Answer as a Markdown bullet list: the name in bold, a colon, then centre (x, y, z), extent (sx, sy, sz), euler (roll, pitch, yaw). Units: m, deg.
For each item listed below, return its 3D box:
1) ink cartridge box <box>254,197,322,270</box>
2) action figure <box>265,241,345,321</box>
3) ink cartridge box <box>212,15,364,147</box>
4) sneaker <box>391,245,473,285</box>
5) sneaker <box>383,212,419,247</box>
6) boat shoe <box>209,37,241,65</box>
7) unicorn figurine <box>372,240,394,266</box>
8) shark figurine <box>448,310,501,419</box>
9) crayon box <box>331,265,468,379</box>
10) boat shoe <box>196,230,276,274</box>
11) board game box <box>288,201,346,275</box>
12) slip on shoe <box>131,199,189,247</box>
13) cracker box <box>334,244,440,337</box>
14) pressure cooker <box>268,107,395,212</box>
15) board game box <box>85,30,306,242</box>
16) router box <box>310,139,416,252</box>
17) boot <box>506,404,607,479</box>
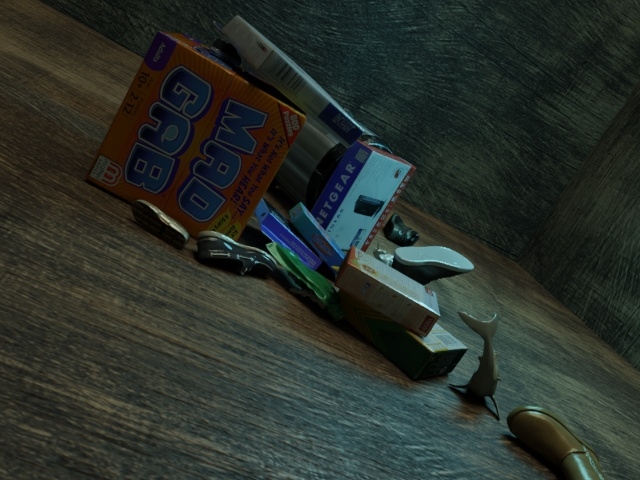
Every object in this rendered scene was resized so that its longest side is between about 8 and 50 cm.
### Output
- **ink cartridge box**: centre (-0.085, -0.011, 1.694), extent (0.206, 0.045, 0.208), euler (43, 8, -26)
- **action figure**: centre (-0.026, 0.100, 1.484), extent (0.232, 0.063, 0.137), euler (43, 16, 30)
- **ink cartridge box**: centre (-0.077, -0.393, 1.550), extent (0.324, 0.071, 0.330), euler (32, 16, -42)
- **sneaker**: centre (0.328, 0.103, 2.002), extent (0.296, 0.147, 0.104), euler (4, 34, -29)
- **sneaker**: centre (0.337, -0.038, 2.717), extent (0.130, 0.087, 0.227), euler (30, 16, -10)
- **boat shoe**: centre (-0.218, -0.449, 1.551), extent (0.049, 0.040, 0.142), euler (32, 13, 8)
- **unicorn figurine**: centre (0.230, 0.066, 2.191), extent (0.111, 0.060, 0.162), euler (33, -2, 12)
- **shark figurine**: centre (0.344, 0.292, 1.455), extent (0.116, 0.278, 0.166), euler (-5, 47, 7)
- **crayon box**: centre (0.167, 0.189, 1.536), extent (0.323, 0.083, 0.203), euler (40, 17, 31)
- **boat shoe**: centre (-0.181, 0.044, 1.404), extent (0.206, 0.075, 0.065), euler (27, 56, -39)
- **board game box**: centre (0.000, 0.000, 1.759), extent (0.210, 0.047, 0.160), euler (49, 5, -14)
- **slip on shoe**: centre (-0.329, -0.037, 1.347), extent (0.135, 0.051, 0.041), euler (34, 19, -2)
- **cracker box**: centre (0.150, 0.111, 1.462), extent (0.232, 0.067, 0.155), euler (30, 15, -1)
- **pressure cooker**: centre (0.023, -0.275, 2.273), extent (0.370, 0.375, 0.420), euler (13, 23, -44)
- **board game box**: centre (-0.275, -0.246, 1.555), extent (0.356, 0.356, 0.356), euler (29, 13, -11)
- **router box**: centre (0.122, -0.128, 2.041), extent (0.082, 0.335, 0.301), euler (39, 17, 30)
- **boot**: centre (0.499, 0.458, 1.283), extent (0.236, 0.089, 0.269), euler (30, 15, -4)
